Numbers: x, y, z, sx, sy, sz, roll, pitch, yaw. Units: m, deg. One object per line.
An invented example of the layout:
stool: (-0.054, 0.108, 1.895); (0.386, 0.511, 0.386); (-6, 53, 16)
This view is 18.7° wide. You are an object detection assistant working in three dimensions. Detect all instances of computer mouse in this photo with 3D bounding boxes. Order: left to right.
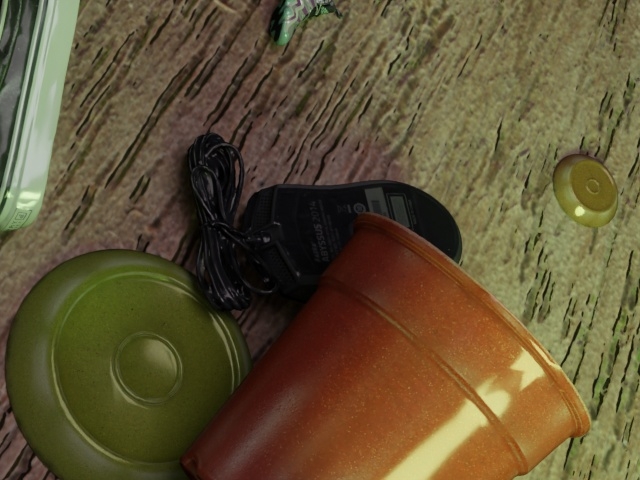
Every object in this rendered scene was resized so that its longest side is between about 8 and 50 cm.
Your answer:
computer mouse: (0.000, 0.000, 1.834); (0.272, 0.072, 0.188); (4, 58, -21)

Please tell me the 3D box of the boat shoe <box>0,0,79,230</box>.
boat shoe: (-0.288, -0.178, 1.704); (0.119, 0.121, 0.335); (13, 67, -30)

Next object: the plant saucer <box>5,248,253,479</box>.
plant saucer: (-0.157, 0.116, 1.716); (0.241, 0.037, 0.241); (11, 66, -25)

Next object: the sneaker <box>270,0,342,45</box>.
sneaker: (-0.010, -0.228, 1.934); (0.069, 0.038, 0.098); (20, 63, -21)

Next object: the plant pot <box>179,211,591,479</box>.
plant pot: (0.041, 0.164, 1.656); (0.272, 0.272, 0.265); (45, 80, -7)

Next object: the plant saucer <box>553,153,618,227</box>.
plant saucer: (0.283, -0.055, 2.048); (0.083, 0.015, 0.083); (11, 66, -26)
